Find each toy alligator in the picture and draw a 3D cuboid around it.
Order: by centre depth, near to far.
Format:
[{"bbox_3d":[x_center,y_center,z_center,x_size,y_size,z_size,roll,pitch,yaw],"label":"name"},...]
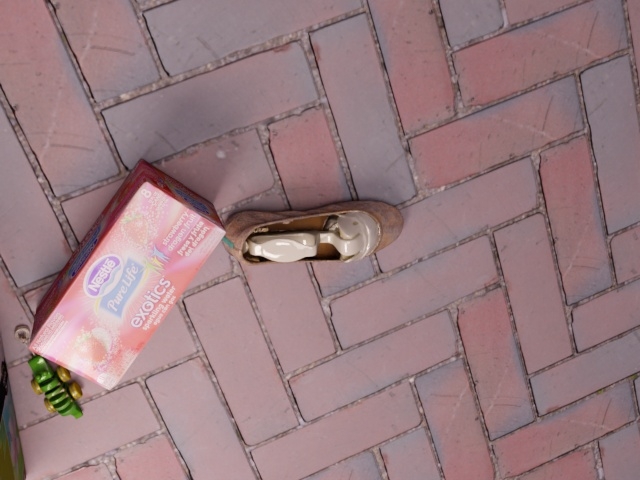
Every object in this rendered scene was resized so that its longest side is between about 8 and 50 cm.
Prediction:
[{"bbox_3d":[-0.434,0.222,1.216,0.056,0.051,0.189,-28,114,-6],"label":"toy alligator"}]

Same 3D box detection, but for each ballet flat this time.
[{"bbox_3d":[0.000,0.000,1.238,0.316,0.106,0.107,-7,110,-14],"label":"ballet flat"}]

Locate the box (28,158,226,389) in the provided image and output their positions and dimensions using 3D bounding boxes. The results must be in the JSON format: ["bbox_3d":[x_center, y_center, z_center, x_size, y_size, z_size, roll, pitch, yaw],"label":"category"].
[{"bbox_3d":[-0.291,0.048,1.144,0.142,0.154,0.300,34,97,-23],"label":"box"}]

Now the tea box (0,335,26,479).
[{"bbox_3d":[-0.555,0.317,1.063,0.220,0.329,0.323,-6,111,-15],"label":"tea box"}]
